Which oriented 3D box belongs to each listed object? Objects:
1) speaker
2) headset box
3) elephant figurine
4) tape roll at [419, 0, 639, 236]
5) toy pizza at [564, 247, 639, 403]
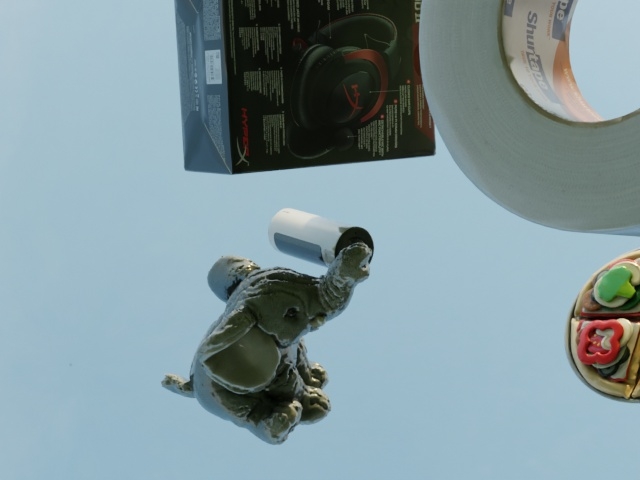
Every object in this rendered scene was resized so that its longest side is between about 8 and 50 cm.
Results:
[{"bbox_3d":[0.000,0.000,1.392,0.055,0.136,0.055,-9,-75,-34],"label":"speaker"},{"bbox_3d":[0.000,-0.189,1.337,0.293,0.110,0.218,-8,-80,-33],"label":"headset box"},{"bbox_3d":[-0.062,0.090,1.361,0.186,0.239,0.169,-26,-133,-27],"label":"elephant figurine"},{"bbox_3d":[0.158,-0.111,0.636,0.072,0.219,0.219,2,-97,-48],"label":"tape roll"},{"bbox_3d":[0.358,0.084,1.369,0.201,0.201,0.032,-55,-48,-11],"label":"toy pizza"}]
